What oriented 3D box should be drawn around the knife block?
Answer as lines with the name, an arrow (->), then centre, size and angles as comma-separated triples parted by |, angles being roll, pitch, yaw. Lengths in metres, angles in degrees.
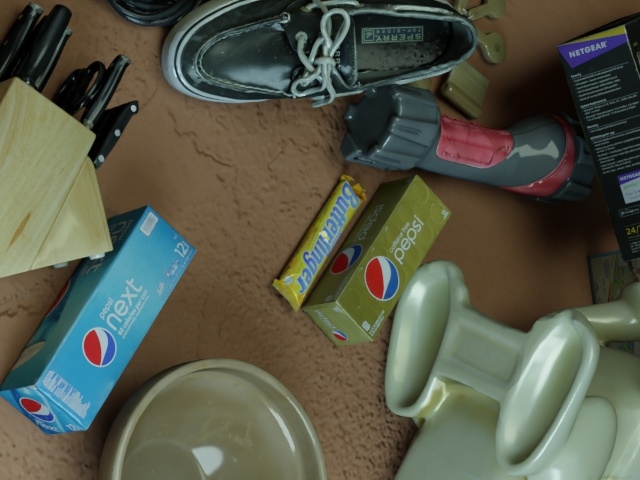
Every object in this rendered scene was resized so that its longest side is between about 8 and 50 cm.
knife block -> -0.284, -0.086, 1.748 | 0.276, 0.088, 0.242 | -15, 91, -39

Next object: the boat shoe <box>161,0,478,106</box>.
boat shoe -> 0.003, -0.183, 1.931 | 0.306, 0.105, 0.113 | -3, 106, -20

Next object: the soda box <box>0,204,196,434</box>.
soda box -> -0.200, 0.071, 1.797 | 0.067, 0.071, 0.210 | 45, 58, -23

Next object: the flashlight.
flashlight -> 0.166, -0.107, 2.093 | 0.304, 0.103, 0.103 | 12, 79, -42

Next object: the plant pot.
plant pot -> -0.116, 0.228, 1.812 | 0.237, 0.110, 0.237 | 8, 77, -37

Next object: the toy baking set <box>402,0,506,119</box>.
toy baking set -> 0.119, -0.253, 2.144 | 0.256, 0.030, 0.197 | 58, 47, -23

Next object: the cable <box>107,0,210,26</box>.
cable -> -0.162, -0.280, 1.908 | 0.184, 0.047, 0.150 | 46, 57, -24

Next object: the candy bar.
candy bar -> 0.000, 0.000, 2.007 | 0.040, 0.018, 0.161 | 47, 58, -23

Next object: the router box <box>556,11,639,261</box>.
router box -> 0.368, -0.129, 2.207 | 0.309, 0.081, 0.243 | -28, 101, -66

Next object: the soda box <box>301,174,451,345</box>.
soda box -> 0.058, 0.019, 2.024 | 0.061, 0.058, 0.181 | 47, 56, -22

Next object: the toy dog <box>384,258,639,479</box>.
toy dog -> 0.292, 0.233, 2.039 | 0.408, 0.284, 0.395 | 15, 86, -36

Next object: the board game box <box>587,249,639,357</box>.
board game box -> 0.353, 0.085, 2.221 | 0.026, 0.103, 0.154 | -3, 84, -39
